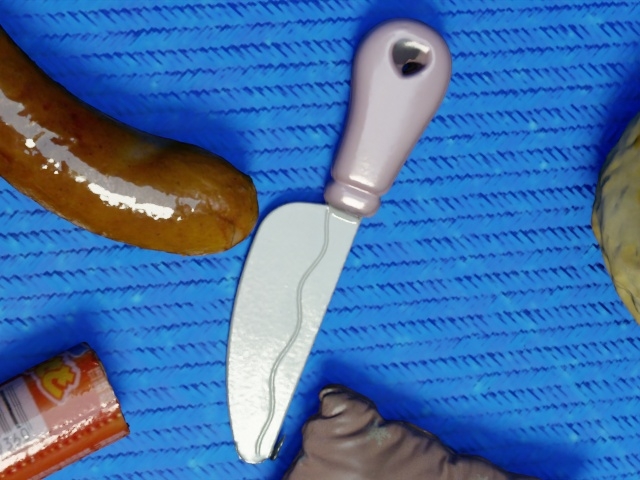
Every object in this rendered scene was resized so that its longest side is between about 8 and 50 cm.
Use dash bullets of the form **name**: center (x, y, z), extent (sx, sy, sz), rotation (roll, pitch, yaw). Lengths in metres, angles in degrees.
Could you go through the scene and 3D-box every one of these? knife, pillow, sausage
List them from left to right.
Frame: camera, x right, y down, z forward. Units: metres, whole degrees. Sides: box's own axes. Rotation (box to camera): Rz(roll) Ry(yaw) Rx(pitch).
- **sausage**: center (-0.260, 0.161, 1.139), extent (0.274, 0.074, 0.074), rotation (-29, 102, -9)
- **sausage**: center (-0.176, -0.079, 1.128), extent (0.302, 0.076, 0.103), rotation (38, 87, -14)
- **knife**: center (-0.002, -0.002, 1.199), extent (0.081, 0.043, 0.336), rotation (24, 93, -9)
- **pillow**: center (0.054, 0.241, 1.215), extent (0.236, 0.084, 0.223), rotation (24, 92, -12)

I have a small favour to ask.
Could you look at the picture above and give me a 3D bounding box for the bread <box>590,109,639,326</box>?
- **bread**: center (0.302, -0.023, 1.221), extent (0.244, 0.134, 0.244), rotation (-1, 94, -12)
